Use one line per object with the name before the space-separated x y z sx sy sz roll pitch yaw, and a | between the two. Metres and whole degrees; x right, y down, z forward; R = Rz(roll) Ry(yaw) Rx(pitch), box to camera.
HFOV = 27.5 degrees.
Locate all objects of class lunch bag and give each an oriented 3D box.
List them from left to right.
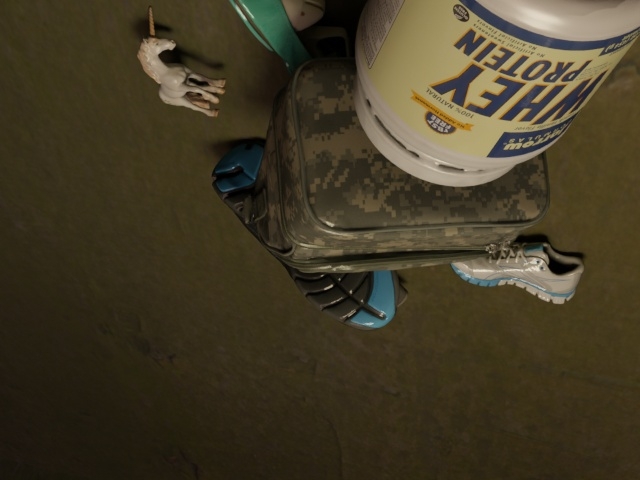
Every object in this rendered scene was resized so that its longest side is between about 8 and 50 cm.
lunch bag | 0.083 -0.071 1.490 0.305 0.212 0.256 -3 168 -16

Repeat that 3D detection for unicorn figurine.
unicorn figurine | -0.172 -0.199 1.610 0.111 0.060 0.162 18 151 -3

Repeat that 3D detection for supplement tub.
supplement tub | 0.167 -0.213 1.228 0.236 0.235 0.325 20 151 -5

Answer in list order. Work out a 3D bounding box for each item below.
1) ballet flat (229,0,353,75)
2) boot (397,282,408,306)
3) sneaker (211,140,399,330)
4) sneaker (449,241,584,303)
ballet flat | -0.020 -0.235 1.468 0.087 0.083 0.247 -23 137 16
boot | 0.049 0.037 1.887 0.208 0.076 0.190 41 156 -26
sneaker | 0.000 0.000 1.702 0.341 0.125 0.139 48 179 35
sneaker | 0.266 0.023 1.766 0.191 0.071 0.083 12 145 -8
